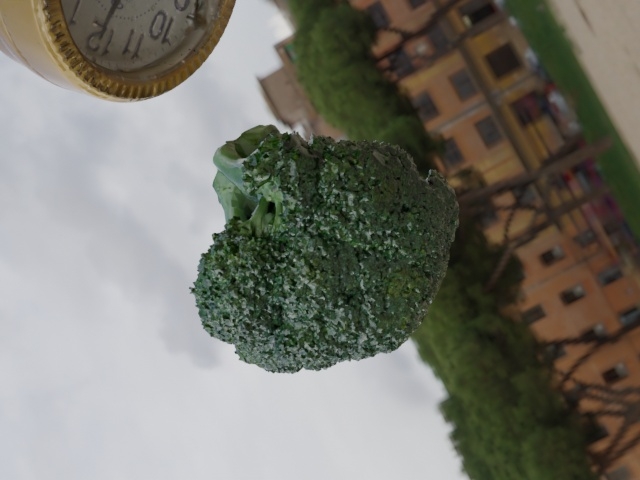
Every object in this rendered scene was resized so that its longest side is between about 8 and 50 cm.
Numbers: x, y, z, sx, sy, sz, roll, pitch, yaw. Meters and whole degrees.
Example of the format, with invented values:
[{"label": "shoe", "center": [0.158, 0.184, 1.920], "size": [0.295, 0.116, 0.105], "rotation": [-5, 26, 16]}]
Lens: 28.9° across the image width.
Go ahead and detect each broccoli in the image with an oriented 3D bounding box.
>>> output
[{"label": "broccoli", "center": [0.000, 0.000, 1.142], "size": [0.241, 0.261, 0.269], "rotation": [40, -134, 25]}]

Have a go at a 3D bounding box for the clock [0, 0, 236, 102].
[{"label": "clock", "center": [-0.173, -0.278, 1.051], "size": [0.200, 0.317, 0.244], "rotation": [16, 177, 39]}]
